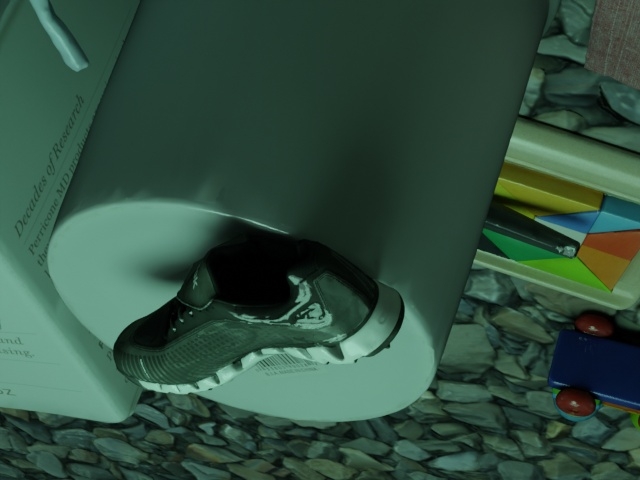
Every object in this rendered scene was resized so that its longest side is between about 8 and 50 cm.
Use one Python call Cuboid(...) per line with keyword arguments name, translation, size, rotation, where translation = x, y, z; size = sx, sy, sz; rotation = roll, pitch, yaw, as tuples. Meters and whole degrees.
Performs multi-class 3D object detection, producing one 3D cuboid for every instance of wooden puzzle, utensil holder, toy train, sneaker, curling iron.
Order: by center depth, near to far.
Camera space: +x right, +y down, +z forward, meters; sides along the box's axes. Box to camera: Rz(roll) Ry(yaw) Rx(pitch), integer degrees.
Cuboid(name="sneaker", translation=(-0.063, 0.042, 1.326), size=(0.234, 0.078, 0.106), rotation=(-12, 136, 36))
Cuboid(name="utensil holder", translation=(-0.009, -0.099, 1.520), size=(0.327, 0.385, 0.327), rotation=(14, 149, 9))
Cuboid(name="curling iron", translation=(0.115, -0.048, 1.821), size=(0.274, 0.035, 0.068), rotation=(30, 155, 13))
Cuboid(name="wooden puzzle", translation=(0.226, -0.018, 1.864), size=(0.221, 0.044, 0.238), rotation=(18, 150, 2))
Cuboid(name="toy train", translation=(0.362, 0.168, 2.052), size=(0.248, 0.105, 0.143), rotation=(14, 160, 8))

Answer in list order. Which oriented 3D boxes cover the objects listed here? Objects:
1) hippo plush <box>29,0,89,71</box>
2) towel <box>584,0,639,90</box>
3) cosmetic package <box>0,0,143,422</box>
Cuboid(name="hippo plush", translation=(-0.249, -0.323, 1.419), size=(0.234, 0.294, 0.236), rotation=(8, 148, -26))
Cuboid(name="towel", translation=(0.363, -0.123, 1.491), size=(0.329, 0.037, 0.237), rotation=(24, 169, 8))
Cuboid(name="cosmetic package", translation=(-0.336, -0.079, 1.797), size=(0.329, 0.327, 0.393), rotation=(3, 146, 26))
